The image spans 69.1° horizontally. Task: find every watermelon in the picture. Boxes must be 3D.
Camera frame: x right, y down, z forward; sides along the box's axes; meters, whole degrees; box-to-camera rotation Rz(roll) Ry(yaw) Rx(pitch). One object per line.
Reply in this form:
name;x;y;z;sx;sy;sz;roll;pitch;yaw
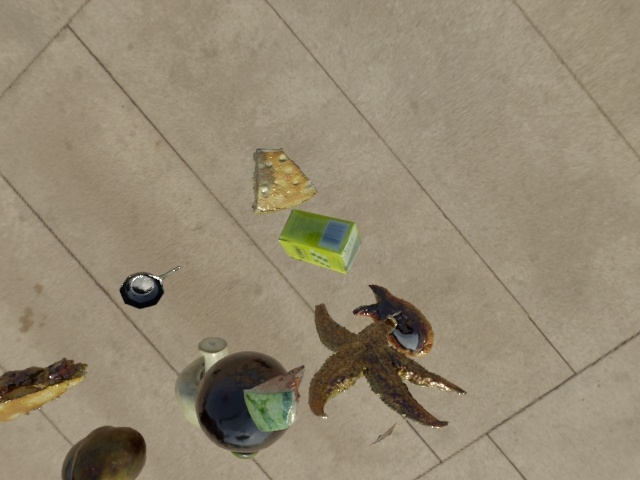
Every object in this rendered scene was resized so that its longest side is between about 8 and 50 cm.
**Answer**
watermelon;-0.093;0.343;1.002;0.121;0.158;0.097;-13;98;9

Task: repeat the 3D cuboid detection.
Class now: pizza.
pizza;-0.115;-0.179;1.393;0.204;0.081;0.188;-7;93;-22
pizza;-0.538;0.266;0.864;0.194;0.154;0.069;-22;66;-25

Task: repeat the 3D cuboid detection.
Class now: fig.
fig;-0.612;0.623;1.242;0.191;0.290;0.190;11;111;30

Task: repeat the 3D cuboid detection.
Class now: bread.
bread;0.237;0.249;1.445;0.269;0.095;0.139;37;88;27

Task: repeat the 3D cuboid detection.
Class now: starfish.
starfish;0.064;0.153;0.584;0.228;0.241;0.043;23;118;27

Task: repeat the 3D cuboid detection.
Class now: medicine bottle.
medicine bottle;0.000;0.000;1.603;0.250;0.137;0.141;15;68;23

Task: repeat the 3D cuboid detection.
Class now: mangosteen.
mangosteen;-0.235;0.514;1.445;0.306;0.306;0.359;21;131;3

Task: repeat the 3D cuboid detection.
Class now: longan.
longan;-0.706;0.702;1.463;0.198;0.212;0.197;0;91;-11

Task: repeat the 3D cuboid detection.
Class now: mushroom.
mushroom;-0.434;0.567;1.822;0.315;0.315;0.356;-32;109;10

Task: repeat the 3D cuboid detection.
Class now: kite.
kite;0.235;0.671;1.624;0.159;0.190;0.010;-27;60;-15

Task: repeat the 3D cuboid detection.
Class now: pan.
pan;-0.538;0.145;1.503;0.202;0.048;0.128;-13;121;-10
